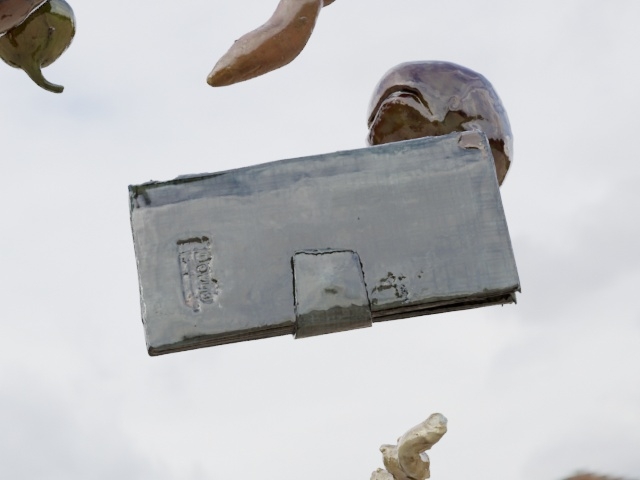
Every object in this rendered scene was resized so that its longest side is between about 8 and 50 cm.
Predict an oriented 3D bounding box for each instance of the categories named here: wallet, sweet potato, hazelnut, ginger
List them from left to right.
[{"bbox_3d":[-0.044,-0.224,1.783,0.202,0.055,0.058,-44,-44,-21],"label":"sweet potato"},{"bbox_3d":[0.000,0.000,1.384,0.317,0.169,0.044,-8,-28,-2],"label":"wallet"},{"bbox_3d":[0.120,0.306,2.279,0.075,0.089,0.288,-26,-20,-19],"label":"ginger"},{"bbox_3d":[0.177,-0.158,2.336,0.218,0.234,0.218,-48,-5,-6],"label":"hazelnut"}]

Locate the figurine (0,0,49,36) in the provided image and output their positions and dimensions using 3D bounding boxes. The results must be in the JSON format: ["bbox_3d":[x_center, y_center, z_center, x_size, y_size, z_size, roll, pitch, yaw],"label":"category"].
[{"bbox_3d":[-0.323,-0.264,1.424,0.416,0.243,0.298,-48,-4,-21],"label":"figurine"}]

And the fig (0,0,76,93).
[{"bbox_3d":[-0.279,-0.193,1.569,0.082,0.098,0.084,-25,-34,31],"label":"fig"}]
